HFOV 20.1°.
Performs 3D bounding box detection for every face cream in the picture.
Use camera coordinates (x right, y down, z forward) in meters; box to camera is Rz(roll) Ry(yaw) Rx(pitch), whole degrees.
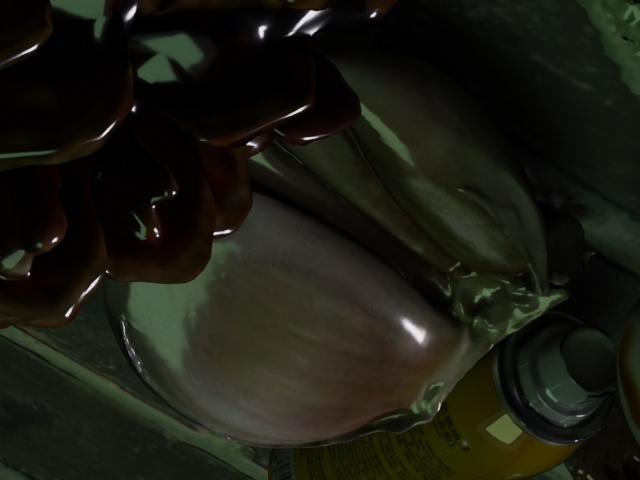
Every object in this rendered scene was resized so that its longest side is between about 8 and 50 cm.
[{"bbox_3d":[0.082,0.122,1.188,0.105,0.105,0.348,34,150,-12],"label":"face cream"}]

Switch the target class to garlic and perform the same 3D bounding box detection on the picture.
[{"bbox_3d":[0.000,0.000,1.025,0.292,0.210,0.237,29,153,-20],"label":"garlic"}]

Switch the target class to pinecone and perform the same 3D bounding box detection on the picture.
[{"bbox_3d":[-0.145,-0.170,0.760,0.397,0.398,0.398,17,144,13],"label":"pinecone"}]

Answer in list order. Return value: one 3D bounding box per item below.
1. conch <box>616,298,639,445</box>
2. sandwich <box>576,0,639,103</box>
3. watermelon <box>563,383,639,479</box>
[{"bbox_3d":[0.255,0.067,0.996,0.182,0.149,0.275,-23,129,24],"label":"conch"},{"bbox_3d":[0.157,-0.188,0.624,0.131,0.262,0.325,-1,137,36],"label":"sandwich"},{"bbox_3d":[0.229,0.185,1.201,0.241,0.154,0.094,49,142,-7],"label":"watermelon"}]
